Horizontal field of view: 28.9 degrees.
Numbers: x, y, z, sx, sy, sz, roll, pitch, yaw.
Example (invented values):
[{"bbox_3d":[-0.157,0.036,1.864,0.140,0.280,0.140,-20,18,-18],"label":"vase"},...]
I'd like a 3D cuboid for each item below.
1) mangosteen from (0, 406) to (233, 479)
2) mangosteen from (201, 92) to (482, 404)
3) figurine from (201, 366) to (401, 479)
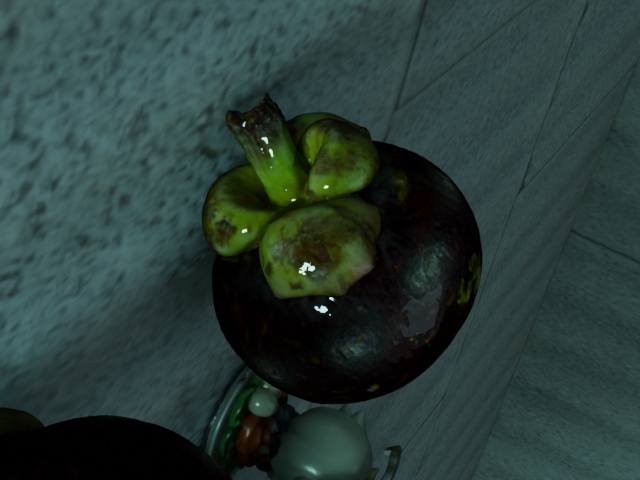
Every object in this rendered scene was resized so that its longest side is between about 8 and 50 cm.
[{"bbox_3d":[-0.125,0.182,0.635,0.210,0.209,0.210,-54,161,-29],"label":"mangosteen"},{"bbox_3d":[0.000,0.000,0.827,0.217,0.192,0.192,49,62,-30],"label":"mangosteen"},{"bbox_3d":[-0.007,0.176,1.051,0.132,0.153,0.132,-55,160,-32],"label":"figurine"}]
